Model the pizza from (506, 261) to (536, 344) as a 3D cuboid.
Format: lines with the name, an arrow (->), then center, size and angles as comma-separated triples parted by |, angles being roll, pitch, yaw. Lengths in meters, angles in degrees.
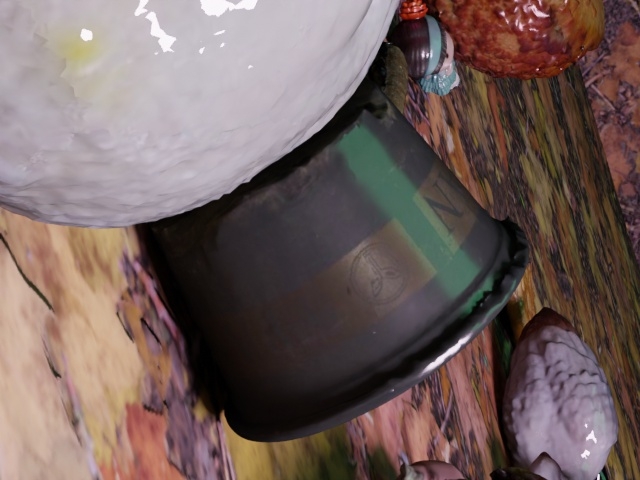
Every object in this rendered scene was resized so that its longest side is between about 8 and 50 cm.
pizza -> 0.174, 0.065, 1.715 | 0.100, 0.029, 0.099 | -27, 109, -74

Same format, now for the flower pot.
flower pot -> 0.000, 0.000, 0.850 | 0.107, 0.157, 0.157 | 58, 19, -19

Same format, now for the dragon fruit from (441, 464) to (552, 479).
dragon fruit -> 0.089, 0.185, 0.908 | 0.282, 0.211, 0.147 | -149, -134, -71

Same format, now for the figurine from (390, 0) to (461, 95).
figurine -> 0.086, -0.151, 1.551 | 0.106, 0.047, 0.060 | 41, 45, -70

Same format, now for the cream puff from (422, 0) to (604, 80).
cream puff -> 0.153, -0.242, 1.685 | 0.240, 0.164, 0.240 | 48, 23, -29

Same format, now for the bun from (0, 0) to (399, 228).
bun -> -0.067, -0.184, 0.637 | 0.362, 0.211, 0.362 | -14, 90, -78

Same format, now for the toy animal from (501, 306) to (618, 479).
toy animal -> 0.195, 0.156, 1.547 | 0.324, 0.090, 0.195 | -16, 90, -78

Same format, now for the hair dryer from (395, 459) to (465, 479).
hair dryer -> 0.134, 0.236, 1.200 | 0.352, 0.125, 0.210 | 57, 20, -33

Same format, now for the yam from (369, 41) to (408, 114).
yam -> 0.049, -0.095, 1.382 | 0.129, 0.027, 0.033 | -87, 156, -51
